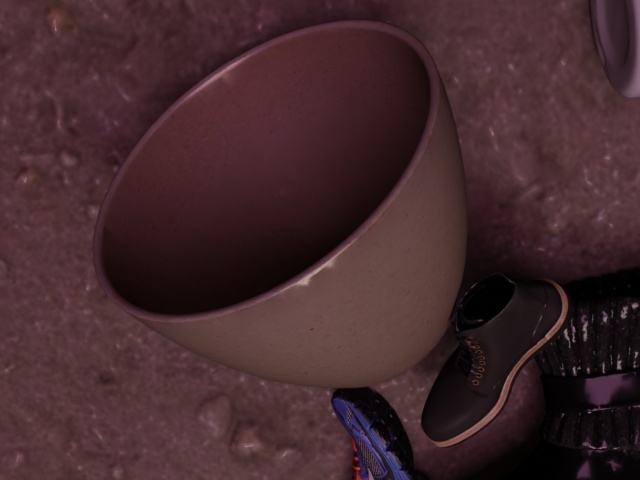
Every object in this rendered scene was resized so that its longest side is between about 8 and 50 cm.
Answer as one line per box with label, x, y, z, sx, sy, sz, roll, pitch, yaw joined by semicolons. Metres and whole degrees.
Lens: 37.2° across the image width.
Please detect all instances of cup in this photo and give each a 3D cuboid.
cup;0.000;0.000;0.859;0.331;0.331;0.237;-31;130;8

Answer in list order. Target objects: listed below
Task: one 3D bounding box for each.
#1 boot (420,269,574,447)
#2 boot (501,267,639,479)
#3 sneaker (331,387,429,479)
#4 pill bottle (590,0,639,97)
boot;0.135;0.106;0.882;0.077;0.137;0.198;42;104;33
boot;0.236;0.189;0.959;0.348;0.131;0.260;-21;107;-14
sneaker;0.062;0.257;1.024;0.087;0.083;0.221;-25;102;12
pill bottle;0.396;-0.223;0.853;0.272;0.152;0.152;-10;105;2
